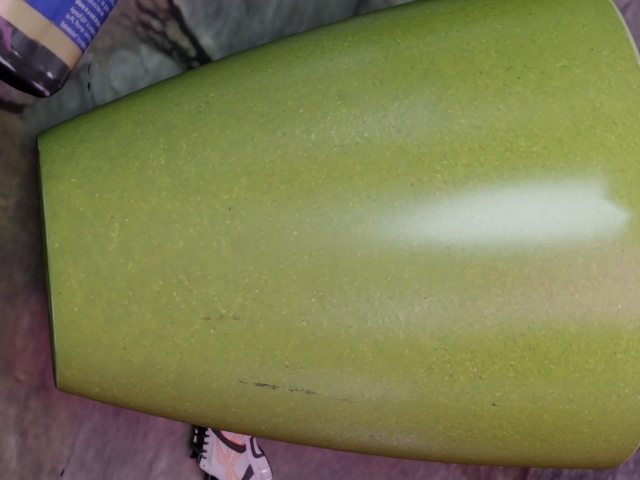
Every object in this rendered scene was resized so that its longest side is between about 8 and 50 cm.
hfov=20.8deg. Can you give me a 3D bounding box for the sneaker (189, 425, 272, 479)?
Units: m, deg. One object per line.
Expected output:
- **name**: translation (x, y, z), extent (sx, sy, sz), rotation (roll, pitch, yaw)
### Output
- **sneaker**: translation (-0.063, 0.122, 1.091), extent (0.044, 0.040, 0.109), rotation (-26, 127, -11)

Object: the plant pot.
- **plant pot**: translation (0.000, 0.000, 0.934), extent (0.294, 0.275, 0.274), rotation (-4, 121, -11)

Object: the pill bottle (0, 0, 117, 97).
- **pill bottle**: translation (-0.118, -0.187, 0.809), extent (0.123, 0.123, 0.219), rotation (36, 84, -39)
